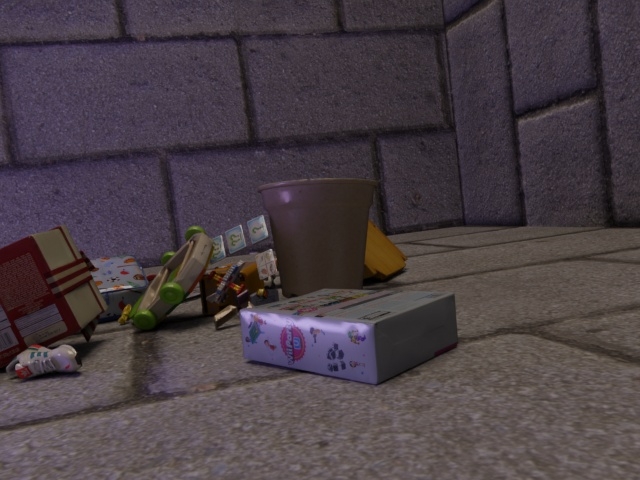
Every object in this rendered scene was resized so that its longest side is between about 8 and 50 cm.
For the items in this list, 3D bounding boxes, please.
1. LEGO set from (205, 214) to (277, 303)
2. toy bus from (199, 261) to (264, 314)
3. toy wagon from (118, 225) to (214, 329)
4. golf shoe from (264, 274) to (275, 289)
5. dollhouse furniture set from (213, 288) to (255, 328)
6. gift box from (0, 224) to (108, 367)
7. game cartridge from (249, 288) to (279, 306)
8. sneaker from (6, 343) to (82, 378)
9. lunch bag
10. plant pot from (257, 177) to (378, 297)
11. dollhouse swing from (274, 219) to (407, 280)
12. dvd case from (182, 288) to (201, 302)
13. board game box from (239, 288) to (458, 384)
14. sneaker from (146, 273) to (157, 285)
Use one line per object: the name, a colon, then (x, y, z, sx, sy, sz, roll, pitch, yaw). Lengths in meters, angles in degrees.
LEGO set: (-0.209, 0.057, 1.493, 0.182, 0.244, 0.060, -24, -35, 10)
toy bus: (-0.253, 0.132, 1.694, 0.130, 0.108, 0.332, -5, 3, 4)
toy wagon: (-0.404, 0.118, 1.524, 0.344, 0.068, 0.267, -42, 22, 27)
golf shoe: (-0.248, 0.132, 1.928, 0.198, 0.077, 0.094, -6, 4, 27)
dollhouse furniture set: (-0.188, 0.194, 1.381, 0.081, 0.091, 0.114, 39, 55, 24)
gift box: (-0.635, 0.138, 1.276, 0.255, 0.276, 0.258, -20, 9, -5)
game cartridge: (-0.145, 0.156, 1.520, 0.083, 0.056, 0.017, -9, 12, -37)
sneaker: (-0.517, 0.234, 1.090, 0.161, 0.057, 0.075, -3, 22, 30)
lunch bag: (-0.649, 0.141, 1.751, 0.243, 0.115, 0.303, -10, 22, -25)
plant pot: (0.000, 0.000, 1.606, 0.334, 0.305, 0.334, -3, -1, 0)
dollhouse swing: (0.051, 0.089, 1.980, 0.305, 0.315, 0.347, -48, -14, 21)
dvd case: (-0.471, 0.186, 1.929, 0.165, 0.018, 0.221, -4, 4, 34)
board game box: (0.044, 0.149, 1.001, 0.303, 0.097, 0.224, -1, 6, 44)
sneaker: (-0.644, 0.189, 1.958, 0.221, 0.087, 0.128, -14, -14, -30)
